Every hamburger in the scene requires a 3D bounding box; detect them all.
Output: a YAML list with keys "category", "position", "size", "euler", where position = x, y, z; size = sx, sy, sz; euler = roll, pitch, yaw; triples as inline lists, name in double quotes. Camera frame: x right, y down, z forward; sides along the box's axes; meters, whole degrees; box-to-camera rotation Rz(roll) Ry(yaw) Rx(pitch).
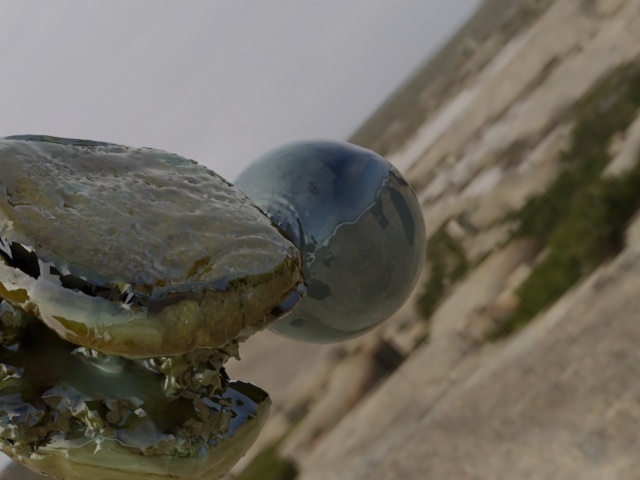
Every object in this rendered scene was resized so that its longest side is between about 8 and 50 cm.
- category: "hamburger"
  position: [-0.098, 0.040, 0.795]
  size: [0.185, 0.159, 0.131]
  euler: [1, -62, -37]

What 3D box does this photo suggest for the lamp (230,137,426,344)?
- category: "lamp"
  position: [0.000, 0.000, 0.921]
  size: [0.105, 0.105, 0.105]
  euler: [-47, 1, 1]
